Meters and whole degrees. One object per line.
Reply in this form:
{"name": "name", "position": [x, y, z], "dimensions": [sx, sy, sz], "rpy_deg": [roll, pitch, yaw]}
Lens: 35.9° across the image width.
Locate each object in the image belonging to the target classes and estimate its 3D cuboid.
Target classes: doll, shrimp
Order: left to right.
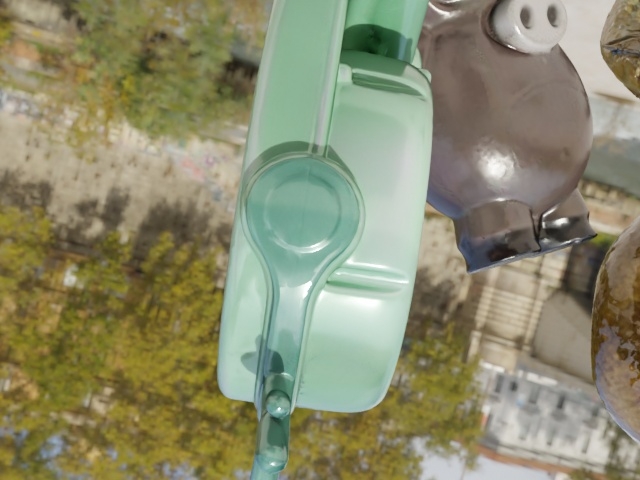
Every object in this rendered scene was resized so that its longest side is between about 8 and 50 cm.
{"name": "doll", "position": [0.097, -0.111, 0.635], "dimensions": [0.182, 0.257, 0.117], "rpy_deg": [-11, 178, -39]}
{"name": "shrimp", "position": [0.250, -0.149, 0.715], "dimensions": [0.045, 0.095, 0.162], "rpy_deg": [29, -154, -21]}

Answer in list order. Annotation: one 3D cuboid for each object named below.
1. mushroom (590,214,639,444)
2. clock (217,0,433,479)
{"name": "mushroom", "position": [0.405, 0.094, 0.889], "dimensions": [0.331, 0.334, 0.356], "rpy_deg": [28, 175, 20]}
{"name": "clock", "position": [0.000, 0.000, 0.384], "dimensions": [0.066, 0.211, 0.159], "rpy_deg": [9, 153, -1]}
